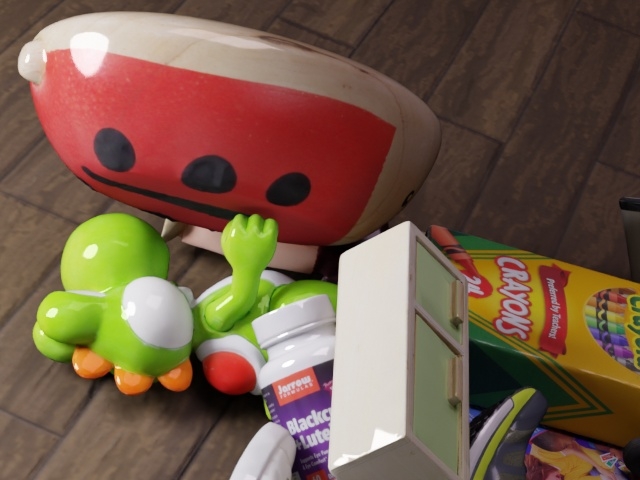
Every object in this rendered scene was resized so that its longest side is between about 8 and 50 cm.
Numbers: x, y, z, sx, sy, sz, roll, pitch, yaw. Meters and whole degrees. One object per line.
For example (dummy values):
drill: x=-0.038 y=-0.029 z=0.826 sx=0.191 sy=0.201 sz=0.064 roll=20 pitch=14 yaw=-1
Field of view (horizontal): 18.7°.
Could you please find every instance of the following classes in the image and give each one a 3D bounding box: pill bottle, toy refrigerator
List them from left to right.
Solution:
pill bottle: x=0.004 y=0.154 z=1.851 sx=0.108 sy=0.108 sz=0.193 roll=-14 pitch=79 yaw=-41
toy refrigerator: x=0.078 y=0.117 z=1.788 sx=0.102 sy=0.094 sz=0.269 roll=44 pitch=32 yaw=-32

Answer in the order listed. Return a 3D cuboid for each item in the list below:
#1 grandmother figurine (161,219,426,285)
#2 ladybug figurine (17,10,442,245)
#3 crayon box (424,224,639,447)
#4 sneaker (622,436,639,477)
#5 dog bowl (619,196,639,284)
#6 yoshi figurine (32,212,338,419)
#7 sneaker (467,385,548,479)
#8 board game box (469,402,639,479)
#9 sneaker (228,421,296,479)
grandmother figurine: x=0.000 y=0.000 z=2.143 sx=0.342 sy=0.104 sz=0.208 roll=14 pitch=73 yaw=-5
ladybug figurine: x=-0.093 y=-0.103 z=1.955 sx=0.449 sy=0.305 sz=0.162 roll=14 pitch=73 yaw=-20
crayon box: x=0.248 y=0.105 z=2.008 sx=0.318 sy=0.081 sz=0.202 roll=16 pitch=31 yaw=-5
sneaker: x=0.374 y=0.249 z=1.879 sx=0.170 sy=0.051 sz=0.089 roll=22 pitch=27 yaw=-1
dog bowl: x=0.536 y=0.043 z=2.190 sx=0.408 sy=0.150 sz=0.408 roll=6 pitch=3 yaw=0
yoshi figurine: x=-0.112 y=0.050 z=1.975 sx=0.362 sy=0.203 sz=0.203 roll=3 pitch=19 yaw=-18
sneaker: x=0.149 y=0.270 z=1.779 sx=0.121 sy=0.111 sz=0.300 roll=31 pitch=65 yaw=-7
board game box: x=0.220 y=0.234 z=1.948 sx=0.233 sy=0.078 sz=0.347 roll=-16 pitch=46 yaw=-43
sneaker: x=-0.052 y=0.288 z=1.717 sx=0.123 sy=0.106 sz=0.290 roll=22 pitch=43 yaw=1
